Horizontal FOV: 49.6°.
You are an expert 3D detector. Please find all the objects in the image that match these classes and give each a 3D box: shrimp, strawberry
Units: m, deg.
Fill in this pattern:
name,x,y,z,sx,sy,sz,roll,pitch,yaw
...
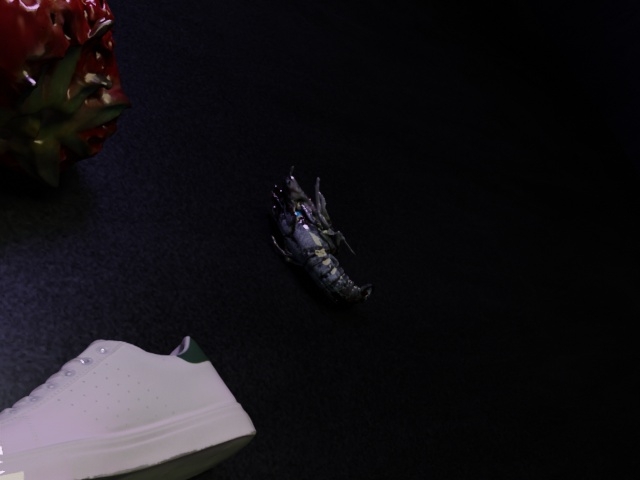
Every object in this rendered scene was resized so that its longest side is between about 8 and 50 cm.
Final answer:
name,x,y,z,sx,sy,sz,roll,pitch,yaw
shrimp,-0.001,0.003,0.776,0.174,0.082,0.076,55,29,-5
strawberry,-0.256,-0.159,0.563,0.187,0.184,0.201,-6,53,-55

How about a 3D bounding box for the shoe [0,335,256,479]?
name,x,y,z,sx,sy,sz,roll,pitch,yaw
shoe,-0.165,0.125,0.472,0.265,0.095,0.110,6,47,-52
